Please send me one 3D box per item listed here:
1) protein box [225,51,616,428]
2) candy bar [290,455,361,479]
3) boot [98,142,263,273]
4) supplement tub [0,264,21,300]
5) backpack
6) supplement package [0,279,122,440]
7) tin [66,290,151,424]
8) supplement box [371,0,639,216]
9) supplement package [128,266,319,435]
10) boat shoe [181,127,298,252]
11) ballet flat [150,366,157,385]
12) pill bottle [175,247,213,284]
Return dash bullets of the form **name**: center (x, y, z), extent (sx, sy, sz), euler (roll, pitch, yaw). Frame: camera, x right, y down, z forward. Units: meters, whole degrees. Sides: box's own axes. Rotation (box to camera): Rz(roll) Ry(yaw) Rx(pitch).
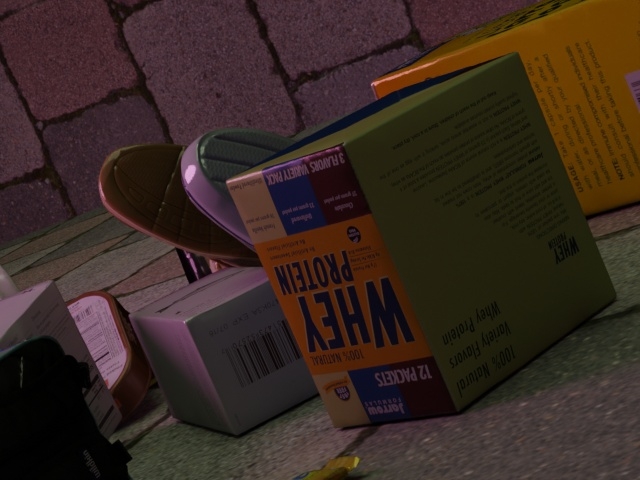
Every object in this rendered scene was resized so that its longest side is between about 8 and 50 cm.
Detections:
- **protein box**: center (0.076, 0.000, 1.334), extent (0.200, 0.201, 0.136), euler (-30, 10, -40)
- **candy bar**: center (-0.040, 0.179, 1.162), extent (0.161, 0.018, 0.040), euler (-28, 9, -34)
- **boot**: center (-0.092, -0.004, 1.704), extent (0.262, 0.095, 0.203), euler (12, -17, -13)
- **supplement tub**: center (-0.431, 0.145, 1.869), extent (0.272, 0.191, 0.191), euler (-27, 9, -23)
- **backpack**: center (-0.235, 0.169, 1.248), extent (0.144, 0.165, 0.188), euler (-22, 5, 23)
- **supplement package**: center (-0.309, 0.166, 1.498), extent (0.204, 0.145, 0.262), euler (-22, 11, 13)
- **tin**: center (-0.223, 0.116, 1.740), extent (0.106, 0.040, 0.189), euler (-37, 33, 5)
- **supplement box**: center (0.265, -0.142, 1.744), extent (0.357, 0.195, 0.194), euler (-18, 10, 39)
- **supplement package**: center (-0.075, 0.089, 1.532), extent (0.105, 0.105, 0.179), euler (-27, 8, -19)
- **boat shoe**: center (0.000, 0.000, 1.537), extent (0.094, 0.302, 0.109), euler (-37, 41, 39)
- **ballet flat**: center (-0.171, 0.113, 1.821), extent (0.231, 0.077, 0.077), euler (-17, -11, 25)
- **pill bottle**: center (-0.029, 0.006, 1.880), extent (0.219, 0.122, 0.123), euler (-24, 8, -8)
